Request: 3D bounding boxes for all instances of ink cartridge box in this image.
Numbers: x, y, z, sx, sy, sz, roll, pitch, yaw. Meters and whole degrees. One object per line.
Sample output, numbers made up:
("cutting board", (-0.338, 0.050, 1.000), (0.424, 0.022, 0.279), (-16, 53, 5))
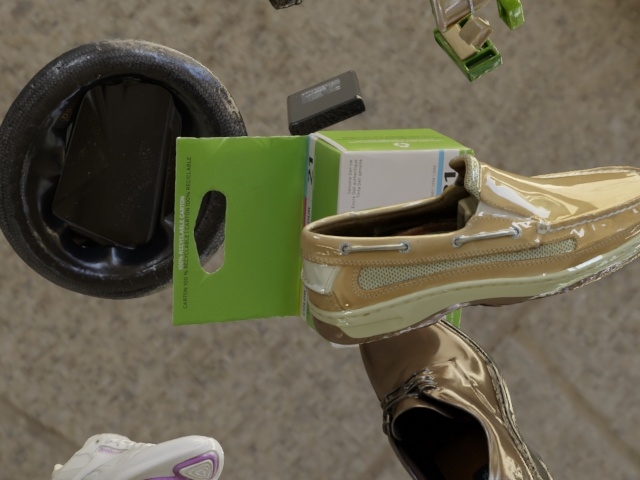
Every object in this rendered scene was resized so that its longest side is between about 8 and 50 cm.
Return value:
("ink cartridge box", (0.000, 0.000, 1.375), (0.255, 0.097, 0.188), (-3, 106, -21))

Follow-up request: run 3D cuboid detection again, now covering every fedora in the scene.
("fedora", (-0.240, -0.100, 1.822), (0.334, 0.152, 0.334), (-2, 115, -3))

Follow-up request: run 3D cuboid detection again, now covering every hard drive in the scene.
("hard drive", (0.005, -0.166, 1.816), (0.094, 0.135, 0.022), (-22, 109, 6))

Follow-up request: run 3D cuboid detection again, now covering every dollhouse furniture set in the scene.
("dollhouse furniture set", (0.118, -0.198, 1.223), (0.076, 0.058, 0.151), (-31, 151, -3))

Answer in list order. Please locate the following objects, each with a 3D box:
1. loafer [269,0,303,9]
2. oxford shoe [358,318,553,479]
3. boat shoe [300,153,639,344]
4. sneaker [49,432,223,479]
("loafer", (-0.066, -0.219, 0.962), (0.061, 0.062, 0.170), (-32, 107, -10))
("oxford shoe", (0.077, 0.109, 1.001), (0.083, 0.227, 0.096), (-47, 133, 11))
("boat shoe", (0.082, -0.009, 0.734), (0.190, 0.068, 0.072), (-19, 117, -12))
("sneaker", (-0.253, 0.294, 1.925), (0.305, 0.152, 0.114), (-27, 137, 29))
